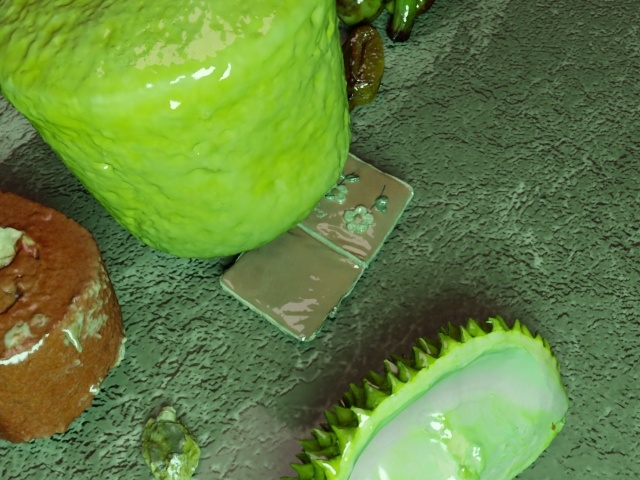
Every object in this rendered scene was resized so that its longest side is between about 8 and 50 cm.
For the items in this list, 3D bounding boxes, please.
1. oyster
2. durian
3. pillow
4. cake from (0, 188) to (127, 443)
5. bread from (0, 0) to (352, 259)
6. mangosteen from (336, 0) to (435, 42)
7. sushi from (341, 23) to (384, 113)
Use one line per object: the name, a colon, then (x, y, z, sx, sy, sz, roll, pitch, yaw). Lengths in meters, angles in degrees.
oyster: (-0.142, 0.203, 0.851, 0.051, 0.034, 0.093, -29, 65, -9)
durian: (0.086, 0.188, 0.791, 0.355, 0.157, 0.169, -39, 81, -23)
pillow: (0.000, 0.000, 0.980, 0.126, 0.043, 0.232, 28, 62, 18)
cake: (-0.321, 0.061, 0.874, 0.283, 0.151, 0.177, 22, 51, 25)
bread: (-0.127, -0.172, 0.919, 0.348, 0.308, 0.348, -11, 49, 13)
mangosteen: (0.082, -0.386, 1.161, 0.215, 0.215, 0.258, -2, 91, -1)
sushi: (0.049, -0.216, 1.120, 0.052, 0.055, 0.120, 3, 66, -11)
